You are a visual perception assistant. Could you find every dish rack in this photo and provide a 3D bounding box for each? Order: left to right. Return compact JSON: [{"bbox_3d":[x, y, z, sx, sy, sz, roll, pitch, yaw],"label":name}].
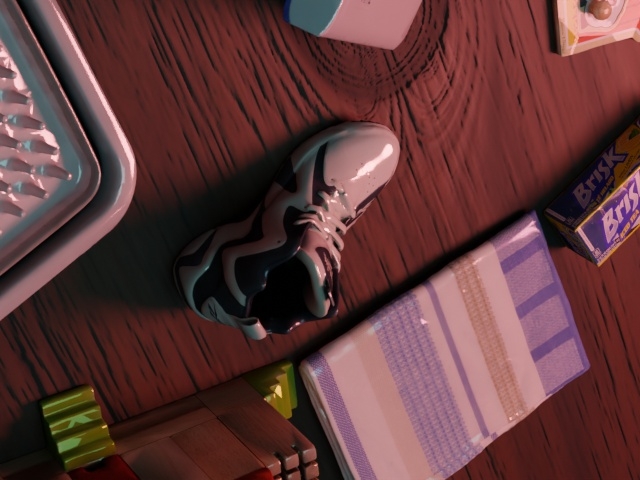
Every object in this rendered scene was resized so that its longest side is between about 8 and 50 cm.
[{"bbox_3d":[-0.307,-0.087,1.321,0.285,0.072,0.333,-42,125,-24],"label":"dish rack"}]

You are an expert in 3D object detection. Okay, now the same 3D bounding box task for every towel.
[{"bbox_3d":[0.122,0.123,1.725,0.285,0.034,0.209,-33,122,-17],"label":"towel"}]

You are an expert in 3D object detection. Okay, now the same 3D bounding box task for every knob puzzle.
[{"bbox_3d":[0.298,-0.272,1.657,0.213,0.030,0.213,-13,117,-26],"label":"knob puzzle"}]

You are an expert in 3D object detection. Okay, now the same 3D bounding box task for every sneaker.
[{"bbox_3d":[0.000,0.000,1.521,0.235,0.153,0.094,-34,125,-14],"label":"sneaker"}]

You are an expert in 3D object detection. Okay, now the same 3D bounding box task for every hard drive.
[{"bbox_3d":[0.061,-0.252,1.382,0.040,0.318,0.210,26,99,8],"label":"hard drive"}]

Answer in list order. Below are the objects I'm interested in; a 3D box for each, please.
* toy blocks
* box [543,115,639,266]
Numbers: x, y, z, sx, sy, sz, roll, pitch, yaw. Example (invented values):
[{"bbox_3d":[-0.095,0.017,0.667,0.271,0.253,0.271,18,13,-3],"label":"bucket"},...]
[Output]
[{"bbox_3d":[-0.129,0.253,1.489,0.381,0.261,0.191,-19,119,-24],"label":"toy blocks"},{"bbox_3d":[0.299,-0.058,1.737,0.169,0.054,0.059,-45,127,-7],"label":"box"}]
